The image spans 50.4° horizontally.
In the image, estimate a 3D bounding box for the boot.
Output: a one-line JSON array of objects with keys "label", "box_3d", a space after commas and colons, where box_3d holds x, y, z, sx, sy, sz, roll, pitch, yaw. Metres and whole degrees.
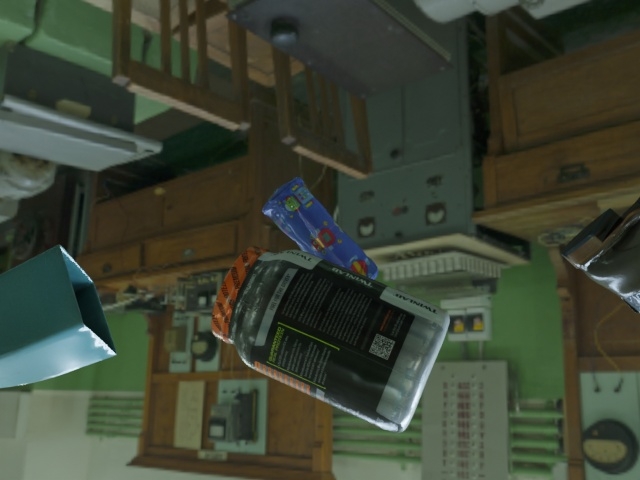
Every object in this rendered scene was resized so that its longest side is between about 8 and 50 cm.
[{"label": "boot", "box_3d": [0.348, -0.004, 0.673, 0.082, 0.106, 0.219, -41, 175, -29]}]

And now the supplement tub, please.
[{"label": "supplement tub", "box_3d": [0.014, 0.144, 1.074, 0.338, 0.207, 0.207, 23, 170, 12]}]

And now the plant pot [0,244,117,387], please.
[{"label": "plant pot", "box_3d": [-0.513, 0.151, 1.184, 0.234, 0.165, 0.165, -23, 153, -8]}]

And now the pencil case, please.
[{"label": "pencil case", "box_3d": [0.000, 0.000, 1.560, 0.119, 0.306, 0.133, -41, -178, -7]}]
